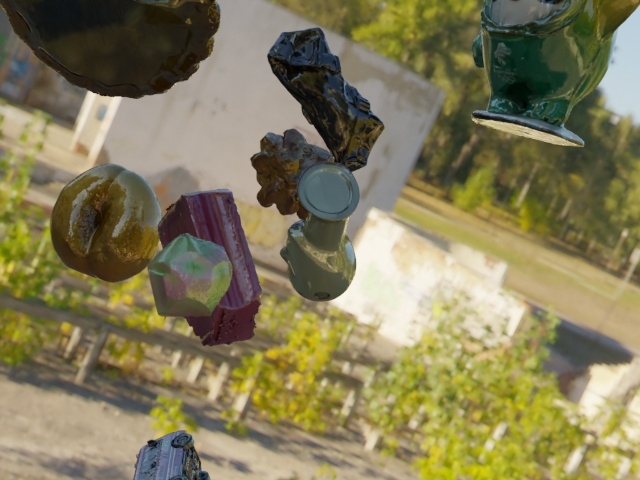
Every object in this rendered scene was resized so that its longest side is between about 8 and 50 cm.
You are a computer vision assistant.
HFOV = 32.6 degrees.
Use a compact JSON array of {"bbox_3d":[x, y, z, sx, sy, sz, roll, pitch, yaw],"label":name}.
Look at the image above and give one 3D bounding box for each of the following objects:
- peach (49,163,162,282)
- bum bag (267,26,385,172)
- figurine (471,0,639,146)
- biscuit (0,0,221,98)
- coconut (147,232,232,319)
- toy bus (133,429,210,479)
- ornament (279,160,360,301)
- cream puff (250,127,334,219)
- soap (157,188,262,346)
[{"bbox_3d":[-0.446,-0.037,2.294,0.251,0.251,0.153,26,7,16],"label":"peach"},{"bbox_3d":[0.013,-0.226,1.729,0.069,0.102,0.248,-7,-61,57],"label":"bum bag"},{"bbox_3d":[0.377,-0.339,1.789,0.231,0.340,0.323,12,6,-39],"label":"figurine"},{"bbox_3d":[-0.303,-0.335,1.647,0.329,0.335,0.078,38,39,-44],"label":"biscuit"},{"bbox_3d":[-0.124,0.033,1.043,0.082,0.081,0.083,-1,16,10],"label":"coconut"},{"bbox_3d":[-0.239,0.390,1.706,0.108,0.096,0.199,-17,24,5],"label":"toy bus"},{"bbox_3d":[0.000,0.000,1.092,0.081,0.156,0.075,-4,53,-9],"label":"ornament"},{"bbox_3d":[-0.036,-0.092,1.466,0.094,0.116,0.122,110,-42,-76],"label":"cream puff"},{"bbox_3d":[-0.176,0.050,1.810,0.099,0.250,0.162,-8,-19,-32],"label":"soap"}]
